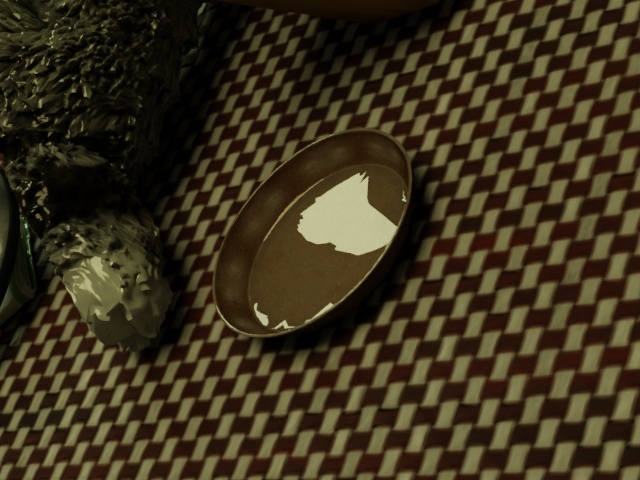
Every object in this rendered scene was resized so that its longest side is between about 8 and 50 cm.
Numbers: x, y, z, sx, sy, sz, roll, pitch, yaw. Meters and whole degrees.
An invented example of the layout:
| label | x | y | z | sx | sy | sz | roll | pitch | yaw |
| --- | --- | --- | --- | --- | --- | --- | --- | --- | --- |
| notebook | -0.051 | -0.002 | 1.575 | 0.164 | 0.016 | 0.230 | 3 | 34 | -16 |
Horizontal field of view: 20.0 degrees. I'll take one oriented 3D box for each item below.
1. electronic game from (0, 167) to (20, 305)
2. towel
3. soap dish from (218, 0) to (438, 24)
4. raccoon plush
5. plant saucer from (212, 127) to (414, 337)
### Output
| label | x | y | z | sx | sy | sz | roll | pitch | yaw |
| --- | --- | --- | --- | --- | --- | --- | --- | --- | --- |
| electronic game | -0.325 | 0.035 | 1.480 | 0.229 | 0.048 | 0.229 | -26 | 50 | 35 |
| towel | -0.297 | 0.052 | 1.491 | 0.152 | 0.023 | 0.113 | -38 | 35 | 14 |
| soap dish | -0.033 | -0.300 | 1.341 | 0.118 | 0.229 | 0.291 | 122 | 151 | -59 |
| raccoon plush | -0.115 | -0.142 | 1.418 | 0.299 | 0.216 | 0.446 | -32 | 65 | -1 |
| plant saucer | 0.000 | 0.000 | 1.217 | 0.168 | 0.029 | 0.168 | -29 | 38 | 25 |
